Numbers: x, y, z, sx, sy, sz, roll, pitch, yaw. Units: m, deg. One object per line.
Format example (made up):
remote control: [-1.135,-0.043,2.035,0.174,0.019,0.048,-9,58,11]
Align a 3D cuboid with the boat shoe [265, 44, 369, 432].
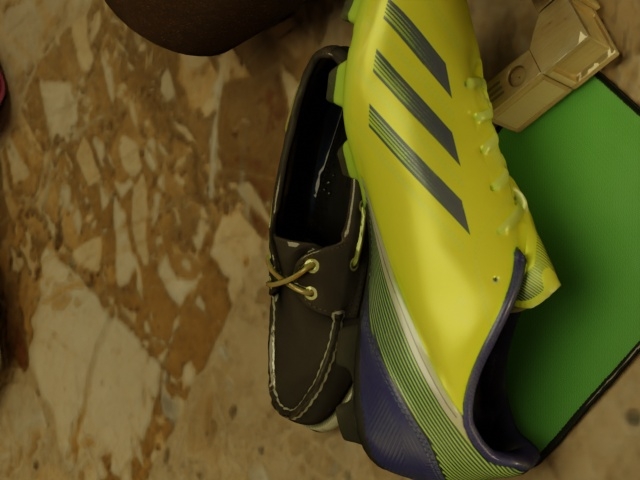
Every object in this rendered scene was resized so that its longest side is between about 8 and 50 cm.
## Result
boat shoe: [0.000,0.000,0.769,0.081,0.068,0.228,13,92,45]

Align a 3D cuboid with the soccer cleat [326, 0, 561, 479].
soccer cleat: [0.072,-0.014,0.681,0.121,0.093,0.289,3,97,32]

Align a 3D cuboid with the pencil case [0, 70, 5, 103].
pencil case: [-0.342,-0.076,1.050,0.209,0.095,0.098,-40,83,30]

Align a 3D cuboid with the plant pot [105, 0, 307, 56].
plant pot: [-0.041,-0.224,0.769,0.230,0.215,0.215,-50,56,40]

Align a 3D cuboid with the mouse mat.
mouse mat: [0.123,0.009,0.712,0.190,0.007,0.152,-52,55,20]

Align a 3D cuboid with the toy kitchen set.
toy kitchen set: [0.100,-0.119,0.704,0.075,0.068,0.083,-39,55,30]
